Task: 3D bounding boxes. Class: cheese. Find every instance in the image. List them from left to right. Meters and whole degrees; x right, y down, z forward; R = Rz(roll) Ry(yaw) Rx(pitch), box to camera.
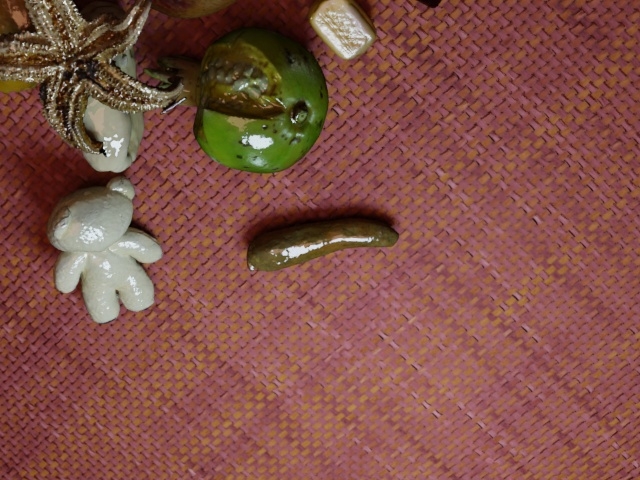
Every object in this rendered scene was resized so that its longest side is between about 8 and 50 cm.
[{"bbox_3d":[-0.343,-0.241,1.719,0.093,0.159,0.263,1,118,6],"label":"cheese"}]

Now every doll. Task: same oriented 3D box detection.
[{"bbox_3d":[-0.390,0.022,1.890,0.149,0.175,0.278,18,134,36],"label":"doll"}]

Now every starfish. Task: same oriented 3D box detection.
[{"bbox_3d":[-0.333,-0.265,1.555,0.303,0.113,0.312,30,131,-21],"label":"starfish"}]

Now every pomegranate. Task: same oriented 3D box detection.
[{"bbox_3d":[-0.135,-0.228,1.708,0.302,0.236,0.236,16,121,29],"label":"pomegranate"}]

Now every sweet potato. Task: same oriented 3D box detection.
[{"bbox_3d":[0.000,0.000,1.880,0.273,0.075,0.075,-12,116,4],"label":"sweet potato"}]

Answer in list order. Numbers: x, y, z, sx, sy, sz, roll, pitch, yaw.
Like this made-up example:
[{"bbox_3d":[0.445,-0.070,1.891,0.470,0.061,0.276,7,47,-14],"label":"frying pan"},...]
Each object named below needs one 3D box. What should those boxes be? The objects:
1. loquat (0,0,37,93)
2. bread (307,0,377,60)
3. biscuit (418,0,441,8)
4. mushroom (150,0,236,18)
[{"bbox_3d":[-0.495,-0.345,1.668,0.187,0.176,0.234,-28,107,-27],"label":"loquat"},{"bbox_3d":[0.034,-0.347,1.711,0.082,0.056,0.115,-41,116,17],"label":"bread"},{"bbox_3d":[0.204,-0.483,1.520,0.107,0.073,0.388,25,148,-9],"label":"biscuit"},{"bbox_3d":[-0.190,-0.488,1.526,0.345,0.345,0.259,-32,128,16],"label":"mushroom"}]
